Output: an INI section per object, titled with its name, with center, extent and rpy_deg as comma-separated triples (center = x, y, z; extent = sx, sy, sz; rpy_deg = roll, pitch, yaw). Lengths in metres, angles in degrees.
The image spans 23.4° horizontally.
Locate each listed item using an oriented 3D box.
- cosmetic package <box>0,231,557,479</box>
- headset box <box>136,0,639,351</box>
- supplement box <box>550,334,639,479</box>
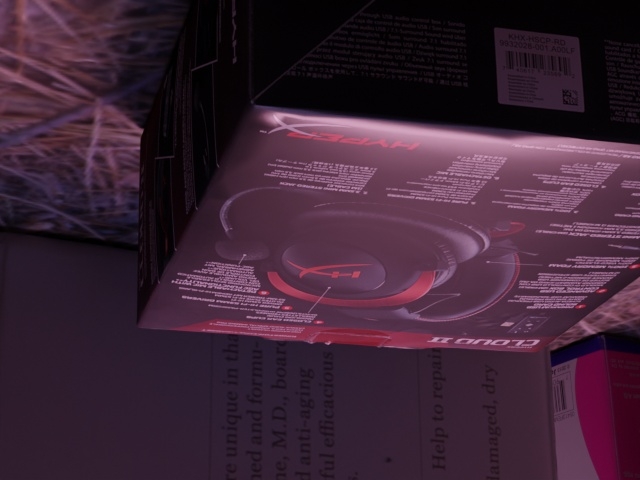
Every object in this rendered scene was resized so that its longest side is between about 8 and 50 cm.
[cosmetic package]
center = -0.084, 0.219, 1.060
extent = 0.393, 0.328, 0.329
rpy_deg = 9, 157, -23
[headset box]
center = 0.040, -0.036, 0.693
extent = 0.218, 0.110, 0.293
rpy_deg = 4, 159, -14
[supplement box]
center = 0.228, 0.196, 1.168
extent = 0.113, 0.220, 0.111
rpy_deg = 11, 157, -30
